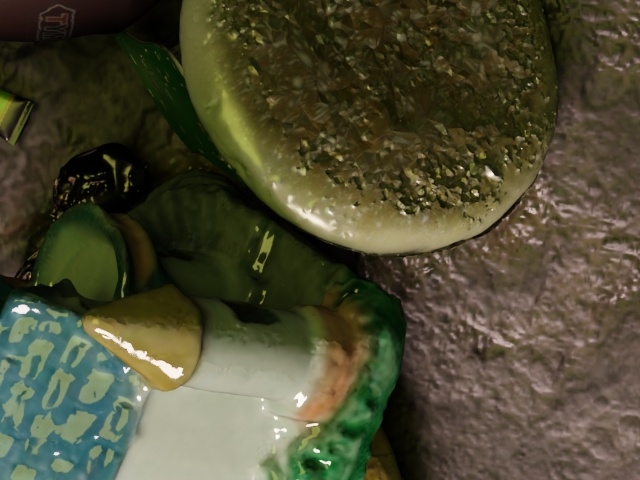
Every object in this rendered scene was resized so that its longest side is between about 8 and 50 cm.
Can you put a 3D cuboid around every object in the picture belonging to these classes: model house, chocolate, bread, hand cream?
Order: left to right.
[{"bbox_3d":[-0.269,-0.114,1.340,0.122,0.023,0.036,29,98,10],"label":"hand cream"},{"bbox_3d":[-0.153,0.056,1.115,0.267,0.325,0.194,34,106,46],"label":"model house"},{"bbox_3d":[-0.174,-0.003,1.306,0.072,0.070,0.147,31,92,24],"label":"chocolate"},{"bbox_3d":[-0.061,-0.114,1.218,0.088,0.167,0.117,-36,112,-10],"label":"model house"},{"bbox_3d":[0.039,-0.118,1.151,0.267,0.040,0.267,5,75,-20],"label":"bread"}]

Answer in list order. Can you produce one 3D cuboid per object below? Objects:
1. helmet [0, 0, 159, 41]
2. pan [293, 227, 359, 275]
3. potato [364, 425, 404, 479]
[{"bbox_3d":[-0.152,-0.242,1.187,0.177,0.225,0.305,9,80,-13],"label":"helmet"},{"bbox_3d":[0.000,0.000,1.260,0.068,0.023,0.115,12,100,17],"label":"pan"},{"bbox_3d":[0.010,0.202,1.238,0.117,0.090,0.225,-21,84,22],"label":"potato"}]
